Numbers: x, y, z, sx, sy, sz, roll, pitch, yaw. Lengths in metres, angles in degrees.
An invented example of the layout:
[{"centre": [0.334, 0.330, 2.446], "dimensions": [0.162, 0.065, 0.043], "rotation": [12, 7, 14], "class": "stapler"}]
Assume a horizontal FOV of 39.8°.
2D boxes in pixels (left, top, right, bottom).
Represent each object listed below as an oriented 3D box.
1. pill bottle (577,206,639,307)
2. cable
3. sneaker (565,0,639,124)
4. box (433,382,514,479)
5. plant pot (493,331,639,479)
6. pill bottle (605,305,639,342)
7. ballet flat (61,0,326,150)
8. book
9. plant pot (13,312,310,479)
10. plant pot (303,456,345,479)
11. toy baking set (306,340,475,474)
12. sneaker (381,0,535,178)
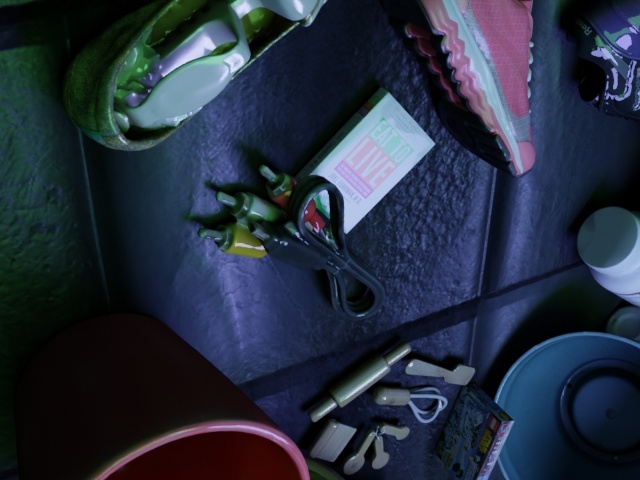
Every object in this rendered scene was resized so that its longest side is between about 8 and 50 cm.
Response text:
[{"centre": [0.462, 0.029, 1.271], "dimensions": [0.216, 0.121, 0.121], "rotation": [25, 103, -41], "class": "pill bottle"}, {"centre": [0.000, 0.000, 0.997], "dimensions": [0.139, 0.072, 0.287], "rotation": [-42, 143, 14], "class": "cable"}, {"centre": [0.386, -0.196, 1.109], "dimensions": [0.124, 0.107, 0.283], "rotation": [-33, 130, 9], "class": "sneaker"}, {"centre": [0.224, 0.292, 1.303], "dimensions": [0.027, 0.094, 0.137], "rotation": [2, 118, -34], "class": "box"}, {"centre": [0.424, 0.272, 1.325], "dimensions": [0.293, 0.293, 0.196], "rotation": [-61, 158, 14], "class": "plant pot"}, {"centre": [0.521, 0.165, 1.428], "dimensions": [0.078, 0.078, 0.137], "rotation": [-50, 133, 4], "class": "pill bottle"}, {"centre": [-0.071, -0.202, 0.775], "dimensions": [0.348, 0.123, 0.123], "rotation": [-40, 133, -5], "class": "ballet flat"}, {"centre": [0.046, -0.089, 0.985], "dimensions": [0.144, 0.035, 0.096], "rotation": [-47, 131, 4], "class": "book"}, {"centre": [-0.183, 0.217, 0.886], "dimensions": [0.274, 0.243, 0.275], "rotation": [-17, 127, -24], "class": "plant pot"}, {"centre": [0.025, 0.457, 1.161], "dimensions": [0.334, 0.334, 0.305], "rotation": [-55, 144, 9], "class": "plant pot"}, {"centre": [0.093, 0.223, 1.221], "dimensions": [0.256, 0.030, 0.197], "rotation": [-39, 135, -6], "class": "toy baking set"}, {"centre": [0.190, -0.192, 0.954], "dimensions": [0.136, 0.116, 0.314], "rotation": [-42, 133, -5], "class": "sneaker"}]
